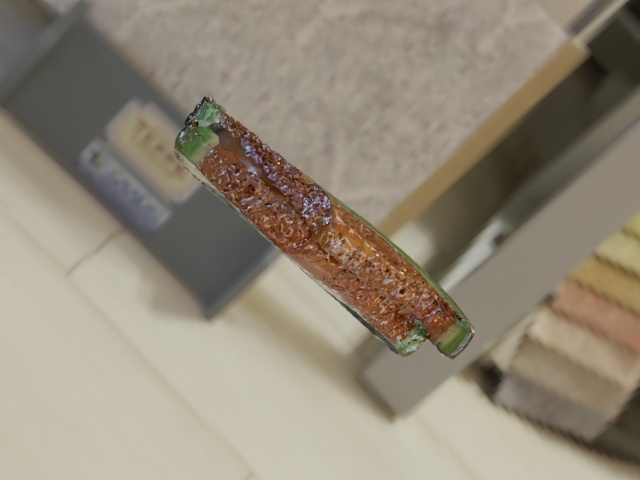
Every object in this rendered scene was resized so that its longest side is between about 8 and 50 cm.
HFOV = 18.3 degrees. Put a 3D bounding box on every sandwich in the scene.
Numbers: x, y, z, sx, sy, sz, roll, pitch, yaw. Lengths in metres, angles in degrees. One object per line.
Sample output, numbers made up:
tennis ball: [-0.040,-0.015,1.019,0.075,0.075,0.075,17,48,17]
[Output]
sandwich: [-0.003,-0.003,0.588,0.101,0.026,0.069,39,4,-34]
